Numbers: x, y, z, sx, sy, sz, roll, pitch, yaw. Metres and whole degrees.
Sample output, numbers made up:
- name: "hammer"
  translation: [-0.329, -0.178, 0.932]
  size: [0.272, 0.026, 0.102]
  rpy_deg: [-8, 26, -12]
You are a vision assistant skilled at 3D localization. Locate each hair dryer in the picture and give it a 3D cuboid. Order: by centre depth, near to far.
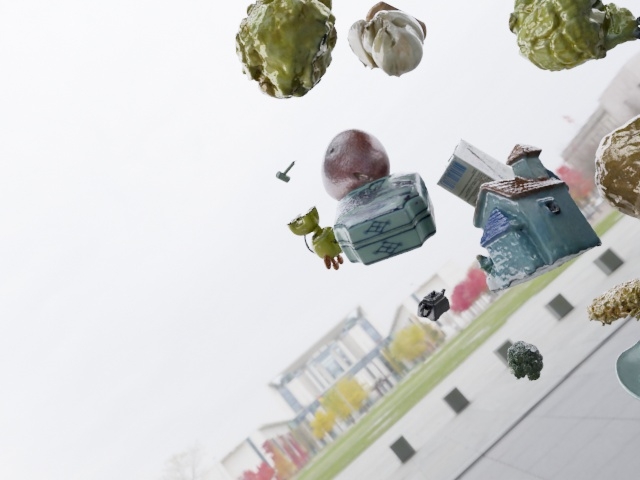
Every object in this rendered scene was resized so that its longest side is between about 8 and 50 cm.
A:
- name: "hair dryer"
  translation: [-0.141, -0.314, 2.768]
  size: [0.063, 0.037, 0.124]
  rpy_deg: [25, -59, -34]

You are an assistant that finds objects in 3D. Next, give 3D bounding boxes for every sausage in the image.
- name: "sausage"
  translation: [0.283, -0.796, 2.321]
  size: [0.120, 0.241, 0.136]
  rpy_deg: [-43, -23, -77]

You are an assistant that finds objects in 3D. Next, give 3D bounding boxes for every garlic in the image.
- name: "garlic"
  translation: [0.220, -0.646, 1.979]
  size: [0.185, 0.281, 0.203]
  rpy_deg: [-37, -46, -4]

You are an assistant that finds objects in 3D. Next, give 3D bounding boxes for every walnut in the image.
- name: "walnut"
  translation: [0.843, -0.173, 1.468]
  size: [0.306, 0.344, 0.305]
  rpy_deg: [-11, -68, -30]

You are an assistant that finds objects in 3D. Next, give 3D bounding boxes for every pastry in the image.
- name: "pastry"
  translation: [1.068, 0.219, 2.197]
  size: [0.154, 0.102, 0.250]
  rpy_deg: [-44, 1, -37]

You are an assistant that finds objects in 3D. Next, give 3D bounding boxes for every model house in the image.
- name: "model house"
  translation: [0.492, -0.067, 1.562]
  size: [0.295, 0.329, 0.252]
  rpy_deg: [-14, -13, -32]

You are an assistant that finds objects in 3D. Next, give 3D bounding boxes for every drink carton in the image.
- name: "drink carton"
  translation: [0.564, -0.187, 2.090]
  size: [0.132, 0.325, 0.194]
  rpy_deg: [-62, -8, 33]

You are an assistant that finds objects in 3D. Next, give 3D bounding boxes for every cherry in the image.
- name: "cherry"
  translation: [0.122, -0.246, 2.108]
  size: [0.221, 0.307, 0.261]
  rpy_deg: [4, -72, -25]

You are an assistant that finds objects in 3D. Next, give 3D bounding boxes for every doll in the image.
- name: "doll"
  translation: [0.000, 0.000, 2.013]
  size: [0.135, 0.221, 0.143]
  rpy_deg: [-33, 10, 29]

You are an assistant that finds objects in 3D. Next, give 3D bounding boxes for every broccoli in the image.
- name: "broccoli"
  translation: [0.769, 0.458, 2.350]
  size: [0.162, 0.146, 0.137]
  rpy_deg: [-57, -7, -47]

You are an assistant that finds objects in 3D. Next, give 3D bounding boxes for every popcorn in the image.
- name: "popcorn"
  translation: [-0.072, -0.471, 1.462]
  size: [0.252, 0.215, 0.286]
  rpy_deg: [-28, -20, -21]
- name: "popcorn"
  translation: [0.648, -0.588, 1.639]
  size: [0.293, 0.293, 0.237]
  rpy_deg: [-38, 17, -16]

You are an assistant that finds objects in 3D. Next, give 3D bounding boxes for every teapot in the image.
- name: "teapot"
  translation: [0.440, 0.240, 2.424]
  size: [0.177, 0.087, 0.096]
  rpy_deg: [-30, -56, -41]

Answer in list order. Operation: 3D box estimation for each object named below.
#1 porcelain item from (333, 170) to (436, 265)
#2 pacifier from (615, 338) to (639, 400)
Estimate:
- name: "porcelain item"
  translation: [0.187, -0.072, 1.825]
  size: [0.282, 0.157, 0.285]
  rpy_deg: [-19, 26, 18]
- name: "pacifier"
  translation: [0.829, 0.219, 1.409]
  size: [0.343, 0.269, 0.288]
  rpy_deg: [-47, 31, -22]
